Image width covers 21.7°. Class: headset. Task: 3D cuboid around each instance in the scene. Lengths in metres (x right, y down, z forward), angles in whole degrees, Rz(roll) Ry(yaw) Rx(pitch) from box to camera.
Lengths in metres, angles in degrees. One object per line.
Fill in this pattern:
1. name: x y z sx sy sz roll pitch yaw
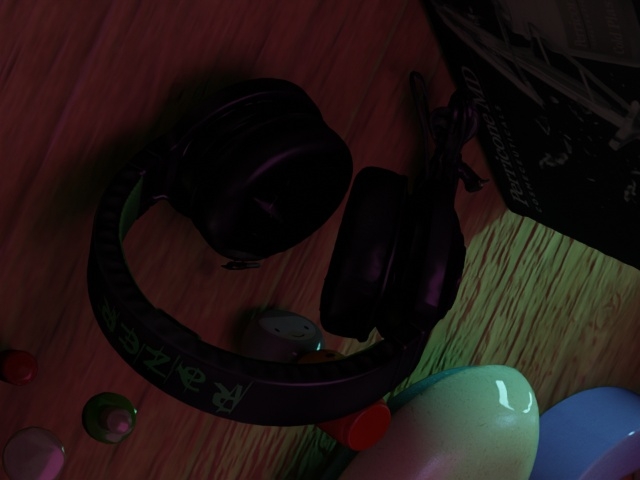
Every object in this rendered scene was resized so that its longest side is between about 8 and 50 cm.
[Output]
1. headset: 0.000 0.000 1.222 0.394 0.243 0.185 -41 157 -40

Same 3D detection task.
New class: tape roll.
1. tape roll: 0.275 0.286 1.642 0.275 0.090 0.274 -17 120 -32

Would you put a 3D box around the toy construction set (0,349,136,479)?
1. toy construction set: -0.222 0.230 1.181 0.258 0.237 0.308 8 86 -14

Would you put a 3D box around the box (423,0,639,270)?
1. box: 0.320 -0.198 1.202 0.297 0.472 0.480 -40 129 -17

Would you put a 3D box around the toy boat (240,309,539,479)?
1. toy boat: 0.047 0.171 1.390 0.267 0.148 0.318 -45 138 -7
